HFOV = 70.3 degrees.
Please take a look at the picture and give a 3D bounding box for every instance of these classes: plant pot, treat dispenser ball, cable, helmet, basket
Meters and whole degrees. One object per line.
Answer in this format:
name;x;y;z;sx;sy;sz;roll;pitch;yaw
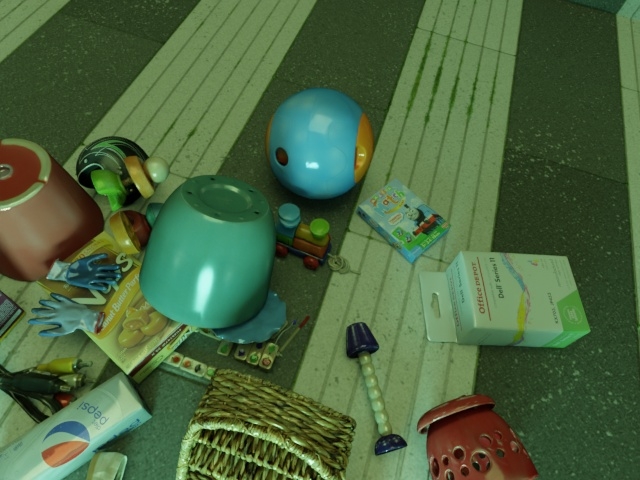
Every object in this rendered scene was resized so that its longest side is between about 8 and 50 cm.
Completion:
plant pot;-0.228;0.003;0.987;0.292;0.235;0.293;15;33;-10
treat dispenser ball;-0.003;-0.253;1.202;0.288;0.288;0.288;3;59;-5
cable;-0.610;0.289;0.931;0.287;0.072;0.140;11;93;5
plant pot;0.299;0.410;0.898;0.191;0.191;0.174;-9;55;-12
helmet;-0.531;-0.187;1.172;0.161;0.169;0.169;37;60;-3
basket;-0.102;0.398;0.838;0.299;0.213;0.223;20;58;6
plant pot;-0.674;-0.080;1.041;0.274;0.243;0.275;3;58;-5

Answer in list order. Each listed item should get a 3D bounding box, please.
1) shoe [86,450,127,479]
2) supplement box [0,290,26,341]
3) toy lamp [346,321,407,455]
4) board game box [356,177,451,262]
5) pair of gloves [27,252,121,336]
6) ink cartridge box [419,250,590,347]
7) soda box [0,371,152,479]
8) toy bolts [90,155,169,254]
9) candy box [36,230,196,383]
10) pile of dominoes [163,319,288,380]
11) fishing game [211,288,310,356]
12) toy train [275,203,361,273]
shoe;-0.404;0.498;0.821;0.058;0.077;0.219;1;57;-1
supplement box;-0.713;0.138;0.934;0.080;0.188;0.104;24;59;8
toy lamp;0.115;0.314;0.997;0.080;0.080;0.275;-10;61;-13
board game box;0.229;-0.060;1.260;0.160;0.039;0.211;-37;69;-24
pair of gloves;-0.518;0.112;0.968;0.159;0.023;0.198;7;61;1
ink cartridge box;0.437;0.143;1.115;0.353;0.119;0.207;3;59;-6
soda box;-0.481;0.382;0.870;0.286;0.098;0.091;-32;68;-24
toy bolts;-0.397;-0.068;1.076;0.158;0.228;0.218;-24;67;-11
candy box;-0.448;0.141;1.019;0.316;0.088;0.183;36;62;17
pile of dominoes;-0.217;0.219;1.035;0.251;0.040;0.196;19;59;4
fishing game;-0.169;0.171;1.040;0.264;0.041;0.189;23;39;18
toy train;0.000;0.000;1.133;0.247;0.143;0.105;22;59;6
